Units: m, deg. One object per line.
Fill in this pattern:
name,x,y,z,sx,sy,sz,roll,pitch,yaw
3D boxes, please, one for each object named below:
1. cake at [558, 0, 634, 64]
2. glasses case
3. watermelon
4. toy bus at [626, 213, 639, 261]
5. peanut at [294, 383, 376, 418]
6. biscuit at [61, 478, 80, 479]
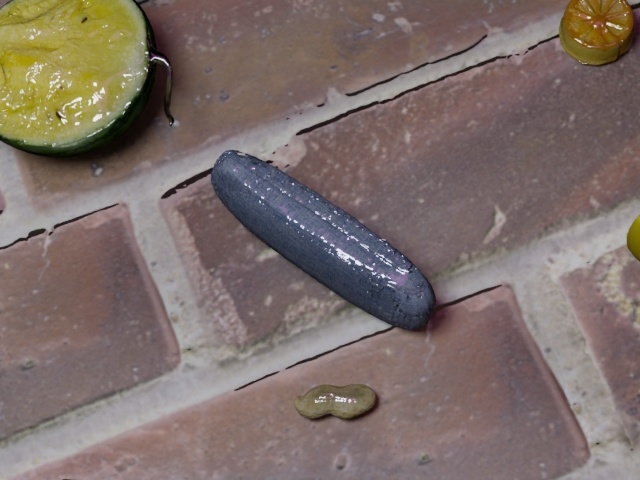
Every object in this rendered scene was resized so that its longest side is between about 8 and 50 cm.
cake,0.309,-0.239,1.479,0.084,0.044,0.084,-2,68,6
glasses case,0.000,0.000,1.375,0.282,0.109,0.067,36,71,18
watermelon,-0.271,-0.179,1.465,0.232,0.127,0.204,-9,67,4
toy bus,0.407,0.039,1.301,0.152,0.144,0.330,-21,69,0
peanut,0.015,0.163,1.347,0.083,0.037,0.037,-3,67,9
biscuit,-0.297,0.317,1.307,0.319,0.047,0.183,11,67,10
